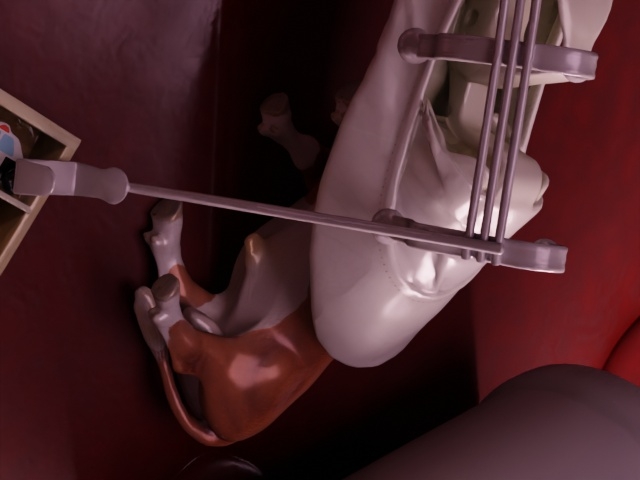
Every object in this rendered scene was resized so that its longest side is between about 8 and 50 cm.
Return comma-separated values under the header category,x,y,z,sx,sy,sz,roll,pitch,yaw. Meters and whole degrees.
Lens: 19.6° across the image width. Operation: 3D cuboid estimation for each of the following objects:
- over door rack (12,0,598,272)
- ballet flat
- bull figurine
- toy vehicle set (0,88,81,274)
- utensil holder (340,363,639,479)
category,x,y,z,sx,sy,sz,roll,pitch,yaw
over door rack,0.002,-0.122,1.070,0.108,0.324,0.240,-4,102,-74
ballet flat,0.098,-0.093,1.149,0.139,0.139,0.400,8,103,-44
bull figurine,0.000,0.000,1.270,0.310,0.101,0.188,-50,131,-17
toy vehicle set,-0.274,-0.046,1.037,0.267,0.035,0.166,33,86,-46
utensil holder,0.087,0.308,1.341,0.385,0.327,0.328,-23,123,-30
